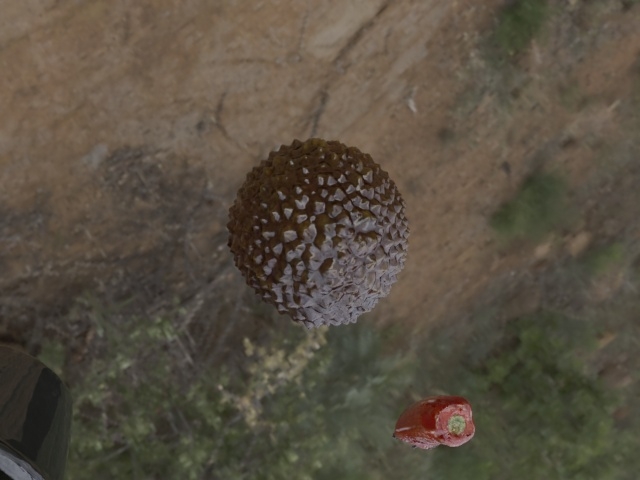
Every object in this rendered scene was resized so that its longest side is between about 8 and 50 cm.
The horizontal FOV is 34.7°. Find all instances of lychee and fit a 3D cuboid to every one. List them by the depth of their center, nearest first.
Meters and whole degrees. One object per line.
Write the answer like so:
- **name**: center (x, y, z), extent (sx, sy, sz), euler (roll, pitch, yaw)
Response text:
- **lychee**: center (0.000, 0.000, 1.388), extent (0.267, 0.267, 0.267), euler (-28, 153, -16)

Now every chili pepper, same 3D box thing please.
- **chili pepper**: center (0.148, 0.229, 1.293), extent (0.070, 0.073, 0.123), euler (-44, -176, -26)

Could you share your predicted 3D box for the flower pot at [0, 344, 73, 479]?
- **flower pot**: center (-0.382, 0.224, 1.148), extent (0.166, 0.269, 0.269), euler (-71, -173, -48)
